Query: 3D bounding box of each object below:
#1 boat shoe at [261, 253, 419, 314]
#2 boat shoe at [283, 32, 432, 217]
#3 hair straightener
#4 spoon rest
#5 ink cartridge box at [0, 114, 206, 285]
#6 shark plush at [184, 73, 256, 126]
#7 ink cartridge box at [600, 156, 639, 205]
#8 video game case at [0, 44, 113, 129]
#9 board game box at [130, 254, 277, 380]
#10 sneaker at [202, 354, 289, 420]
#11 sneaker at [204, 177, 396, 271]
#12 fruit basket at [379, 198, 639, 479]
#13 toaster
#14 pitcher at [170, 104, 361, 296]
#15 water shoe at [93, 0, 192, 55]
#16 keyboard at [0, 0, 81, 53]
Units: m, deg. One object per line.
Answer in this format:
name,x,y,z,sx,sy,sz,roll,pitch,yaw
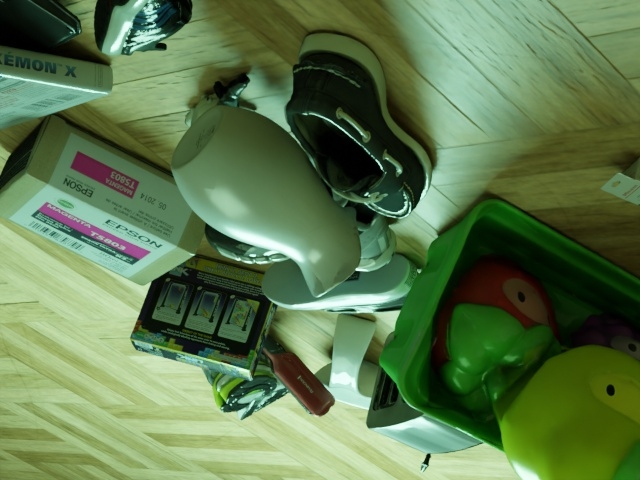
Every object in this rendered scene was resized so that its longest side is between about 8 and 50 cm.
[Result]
boat shoe,0.033,0.060,1.997,0.229,0.080,0.076,-7,145,34
boat shoe,0.033,-0.091,1.619,0.114,0.091,0.302,7,155,27
hair straightener,-0.076,0.162,2.264,0.230,0.047,0.089,43,169,-4
spoon rest,0.046,0.196,2.279,0.137,0.084,0.276,15,156,11
ink cartridge box,-0.274,-0.045,1.979,0.235,0.088,0.193,27,157,-17
shark plush,-0.102,-0.138,1.714,0.067,0.073,0.161,5,140,-15
ink cartridge box,0.322,-0.054,1.556,0.083,0.028,0.048,22,157,-6
video game case,-0.441,-0.170,1.750,0.300,0.036,0.329,7,170,-39
board game box,-0.151,0.098,2.135,0.170,0.141,0.048,15,156,11
sneaker,-0.112,0.188,2.379,0.121,0.111,0.300,60,179,13
sneaker,-0.029,-0.034,1.832,0.229,0.086,0.132,4,150,10
fruit basket,0.274,0.151,1.726,0.392,0.282,0.392,24,172,4
toaster,0.153,0.188,2.045,0.110,0.185,0.168,23,158,-21
pitcher,-0.050,-0.063,1.676,0.207,0.177,0.125,38,123,-24
water shoe,-0.156,-0.237,1.496,0.080,0.072,0.203,-2,165,-22
keyboard,-0.404,-0.245,1.699,0.201,0.033,0.317,32,154,-31
